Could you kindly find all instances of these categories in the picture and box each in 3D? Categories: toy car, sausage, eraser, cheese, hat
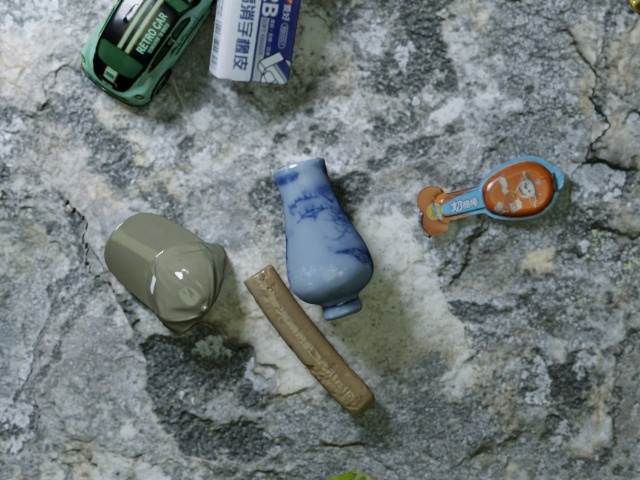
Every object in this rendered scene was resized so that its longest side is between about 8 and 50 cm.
[{"bbox_3d":[-0.261,-0.360,1.580,0.136,0.125,0.306,35,96,-4],"label":"toy car"},{"bbox_3d":[-0.018,0.171,1.678,0.066,0.066,0.301,-38,94,3],"label":"sausage"},{"bbox_3d":[-0.100,-0.357,1.576,0.124,0.068,0.210,2,110,-22],"label":"eraser"},{"bbox_3d":[0.284,-0.072,1.667,0.256,0.037,0.106,-14,95,0],"label":"cheese"},{"bbox_3d":[-0.261,0.049,1.632,0.173,0.144,0.166,31,93,-27],"label":"hat"}]

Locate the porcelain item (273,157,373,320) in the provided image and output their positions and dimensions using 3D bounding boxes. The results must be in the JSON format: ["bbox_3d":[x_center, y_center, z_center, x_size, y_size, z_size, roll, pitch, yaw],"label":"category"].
[{"bbox_3d":[0.000,0.000,1.626,0.141,0.141,0.259,-18,89,1],"label":"porcelain item"}]

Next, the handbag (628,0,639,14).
[{"bbox_3d":[0.643,-0.441,1.591,0.401,0.133,0.283,34,100,-4],"label":"handbag"}]

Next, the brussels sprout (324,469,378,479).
[{"bbox_3d":[0.042,0.461,1.685,0.155,0.117,0.155,3,84,-28],"label":"brussels sprout"}]
